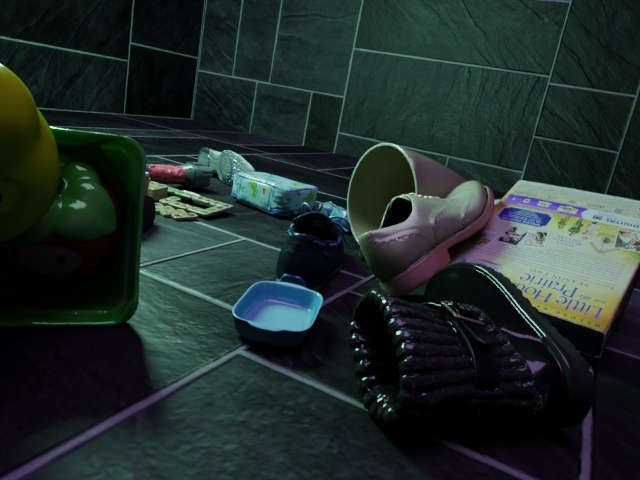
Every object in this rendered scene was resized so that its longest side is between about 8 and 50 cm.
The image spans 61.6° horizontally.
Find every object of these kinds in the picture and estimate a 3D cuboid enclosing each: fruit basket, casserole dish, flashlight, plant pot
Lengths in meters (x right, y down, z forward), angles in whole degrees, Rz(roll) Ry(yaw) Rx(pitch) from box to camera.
[{"bbox_3d":[-0.383,-0.037,0.599,0.392,0.283,0.392,4,1,0],"label":"fruit basket"},{"bbox_3d":[-0.061,0.107,0.781,0.114,0.037,0.188,12,16,6],"label":"casserole dish"},{"bbox_3d":[-0.445,-0.189,1.492,0.304,0.103,0.103,-3,46,-43],"label":"flashlight"},{"bbox_3d":[0.248,-0.091,1.306,0.274,0.257,0.256,2,17,-33],"label":"plant pot"}]

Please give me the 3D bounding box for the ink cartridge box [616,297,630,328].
[{"bbox_3d":[0.604,0.086,1.126,0.078,0.134,0.231,18,16,23],"label":"ink cartridge box"}]

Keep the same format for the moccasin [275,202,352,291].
[{"bbox_3d":[0.000,0.000,1.058,0.137,0.117,0.342,11,15,0],"label":"moccasin"}]

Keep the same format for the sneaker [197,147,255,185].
[{"bbox_3d":[-0.299,-0.252,1.818,0.129,0.111,0.297,4,16,-43],"label":"sneaker"}]

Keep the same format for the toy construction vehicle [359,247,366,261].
[{"bbox_3d":[0.127,0.042,1.169,0.098,0.035,0.086,16,5,9],"label":"toy construction vehicle"}]

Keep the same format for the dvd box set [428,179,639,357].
[{"bbox_3d":[0.446,0.023,1.034,0.307,0.062,0.420,17,41,36],"label":"dvd box set"}]

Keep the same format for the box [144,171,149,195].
[{"bbox_3d":[-0.492,-0.114,1.164,0.203,0.103,0.114,14,15,11],"label":"box"}]

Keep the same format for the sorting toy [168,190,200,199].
[{"bbox_3d":[-0.378,-0.124,1.460,0.083,0.012,0.062,17,17,15],"label":"sorting toy"}]

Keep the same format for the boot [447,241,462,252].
[{"bbox_3d":[0.320,-0.022,1.484,0.189,0.076,0.208,9,22,2],"label":"boot"}]

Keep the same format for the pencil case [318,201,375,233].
[{"bbox_3d":[0.070,-0.057,1.410,0.151,0.070,0.064,16,-9,13],"label":"pencil case"}]

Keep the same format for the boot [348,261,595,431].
[{"bbox_3d":[0.152,0.114,0.714,0.260,0.131,0.348,6,16,-16],"label":"boot"}]

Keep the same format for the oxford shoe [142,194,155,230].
[{"bbox_3d":[-0.396,-0.050,1.068,0.076,0.076,0.212,2,13,11],"label":"oxford shoe"}]

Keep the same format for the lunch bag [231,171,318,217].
[{"bbox_3d":[-0.127,-0.135,1.523,0.219,0.090,0.176,20,19,32],"label":"lunch bag"}]

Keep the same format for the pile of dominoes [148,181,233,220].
[{"bbox_3d":[-0.371,-0.110,1.333,0.251,0.040,0.196,16,20,21],"label":"pile of dominoes"}]

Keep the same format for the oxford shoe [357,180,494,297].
[{"bbox_3d":[0.220,-0.048,1.056,0.140,0.146,0.397,-31,5,46],"label":"oxford shoe"}]

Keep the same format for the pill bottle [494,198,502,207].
[{"bbox_3d":[0.486,-0.028,1.431,0.153,0.153,0.265,12,15,4],"label":"pill bottle"}]
